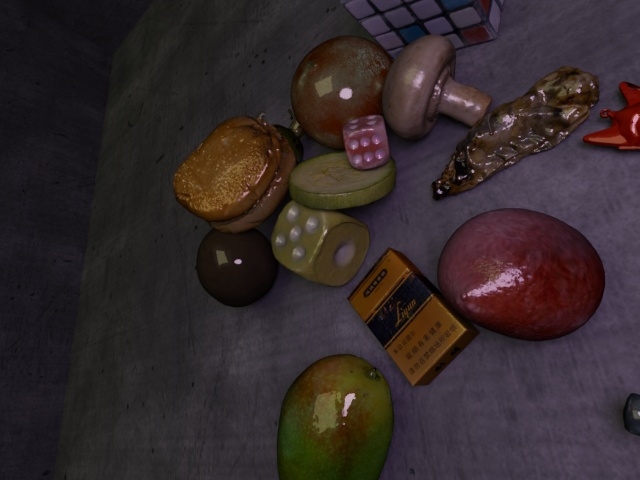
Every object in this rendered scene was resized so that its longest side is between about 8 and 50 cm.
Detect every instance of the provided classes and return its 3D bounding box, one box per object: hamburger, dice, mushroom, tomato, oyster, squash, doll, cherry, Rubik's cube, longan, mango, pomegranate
[{"bbox_3d":[-0.209,-0.175,1.023,0.314,0.170,0.290,-47,59,1],"label":"hamburger"},{"bbox_3d":[0.101,-0.214,0.880,0.093,0.094,0.091,-12,31,13],"label":"dice"},{"bbox_3d":[0.222,-0.293,0.829,0.206,0.206,0.209,-40,74,27],"label":"mushroom"},{"bbox_3d":[0.047,-0.366,0.985,0.270,0.222,0.270,-18,63,40],"label":"tomato"},{"bbox_3d":[0.348,-0.190,0.765,0.345,0.078,0.129,-38,62,25],"label":"oyster"},{"bbox_3d":[0.046,-0.143,0.918,0.252,0.252,0.049,28,136,44],"label":"squash"},{"bbox_3d":[0.511,-0.171,0.609,0.169,0.057,0.109,40,102,44],"label":"doll"},{"bbox_3d":[0.295,0.043,0.623,0.239,0.239,0.206,32,91,44],"label":"cherry"},{"bbox_3d":[0.230,-0.579,0.863,0.258,0.256,0.254,2,79,44],"label":"Rubik's cube"},{"bbox_3d":[-0.234,0.068,1.116,0.248,0.248,0.248,-15,67,39],"label":"longan"},{"bbox_3d":[0.015,0.403,0.796,0.225,0.201,0.382,20,102,23],"label":"mango"},{"bbox_3d":[0.000,0.000,0.955,0.169,0.166,0.169,31,98,43],"label":"dice"},{"bbox_3d":[-0.107,-0.281,1.170,0.148,0.148,0.169,20,66,45],"label":"pomegranate"}]

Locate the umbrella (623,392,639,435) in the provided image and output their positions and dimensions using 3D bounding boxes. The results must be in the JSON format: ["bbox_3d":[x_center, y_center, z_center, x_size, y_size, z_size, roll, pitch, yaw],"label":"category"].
[{"bbox_3d":[0.536,0.246,0.426,0.348,0.094,0.143,7,63,38],"label":"umbrella"}]

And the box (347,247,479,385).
[{"bbox_3d":[0.176,0.148,0.816,0.152,0.070,0.237,-53,50,17],"label":"box"}]
